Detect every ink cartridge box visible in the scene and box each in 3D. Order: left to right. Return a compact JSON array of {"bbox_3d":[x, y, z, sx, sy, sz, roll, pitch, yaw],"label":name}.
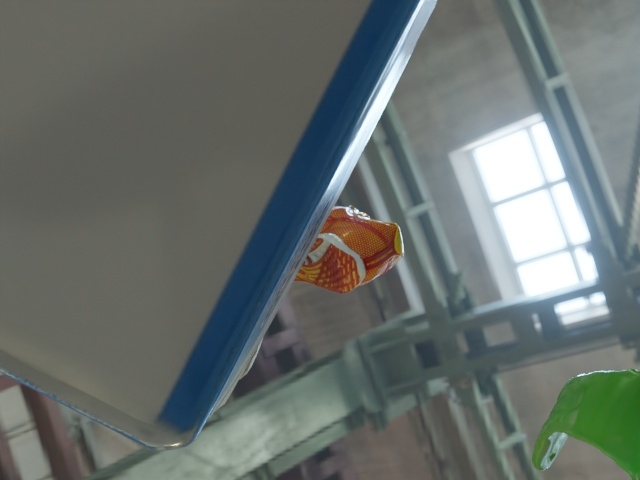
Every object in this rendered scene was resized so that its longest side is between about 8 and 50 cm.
[{"bbox_3d":[-0.052,-0.082,0.528,0.166,0.395,0.285,27,-97,0],"label":"ink cartridge box"}]

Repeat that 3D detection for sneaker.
[{"bbox_3d":[0.000,0.000,0.981,0.067,0.175,0.064,-25,-63,-29],"label":"sneaker"}]

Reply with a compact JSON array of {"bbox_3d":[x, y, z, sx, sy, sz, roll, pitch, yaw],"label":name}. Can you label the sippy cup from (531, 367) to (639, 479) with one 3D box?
[{"bbox_3d":[0.291,0.188,0.762,0.240,0.224,0.305,-24,-111,-6],"label":"sippy cup"}]
